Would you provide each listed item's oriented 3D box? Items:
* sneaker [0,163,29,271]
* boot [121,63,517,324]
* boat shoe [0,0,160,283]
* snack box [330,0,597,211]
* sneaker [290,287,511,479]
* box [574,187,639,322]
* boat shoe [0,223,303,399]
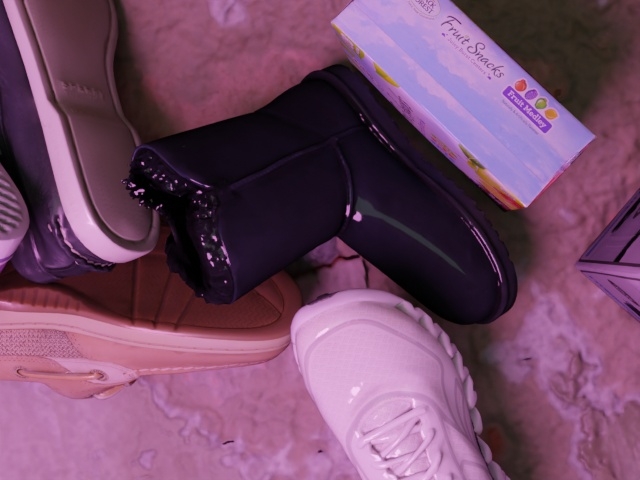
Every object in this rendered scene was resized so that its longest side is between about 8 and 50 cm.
[{"bbox_3d":[-0.315,-0.048,0.790,0.161,0.102,0.282,-51,53,30],"label":"sneaker"},{"bbox_3d":[0.000,0.000,0.811,0.207,0.094,0.246,-32,80,-35],"label":"boot"},{"bbox_3d":[-0.219,-0.122,0.856,0.113,0.127,0.340,-27,72,25],"label":"boat shoe"},{"bbox_3d":[0.098,-0.102,0.795,0.174,0.207,0.070,44,93,3],"label":"snack box"},{"bbox_3d":[0.074,0.158,0.788,0.110,0.118,0.292,-27,115,11],"label":"sneaker"},{"bbox_3d":[0.274,0.039,0.739,0.169,0.290,0.087,41,93,3],"label":"box"},{"bbox_3d":[-0.179,0.060,0.877,0.341,0.121,0.110,5,129,9],"label":"boat shoe"}]
